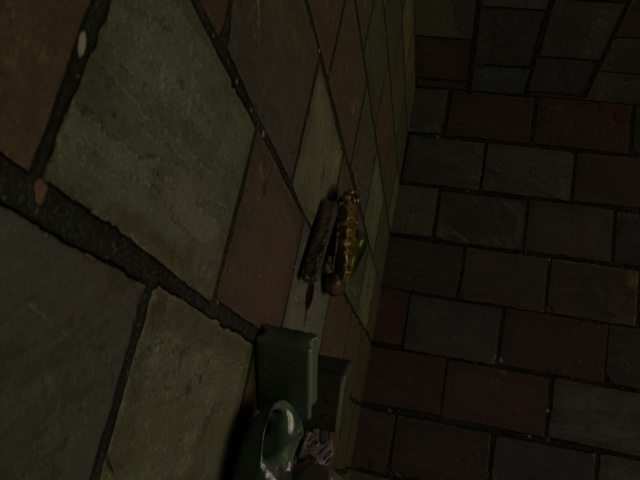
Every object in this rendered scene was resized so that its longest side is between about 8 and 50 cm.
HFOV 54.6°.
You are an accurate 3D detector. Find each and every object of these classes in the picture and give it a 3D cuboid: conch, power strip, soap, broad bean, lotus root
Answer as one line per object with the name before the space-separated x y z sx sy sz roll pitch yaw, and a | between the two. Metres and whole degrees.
conch | -0.104 0.419 1.205 0.185 0.121 0.221 93 7 -46
power strip | 0.001 0.434 1.677 0.139 0.140 0.224 -33 131 -75
soap | -0.069 0.275 1.282 0.066 0.119 0.198 -60 155 -56
broad bean | 0.098 0.041 2.043 0.124 0.082 0.174 75 36 -62
lotus root | 0.044 0.132 1.859 0.150 0.062 0.073 48 52 -73

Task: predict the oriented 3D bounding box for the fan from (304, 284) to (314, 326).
fan | -0.031 0.167 1.664 0.085 0.005 0.133 65 34 -70

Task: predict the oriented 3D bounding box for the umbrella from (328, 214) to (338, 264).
umbrella | 0.038 -0.010 1.827 0.027 0.025 0.165 4 91 -63

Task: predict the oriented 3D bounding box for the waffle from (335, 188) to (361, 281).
waffle | 0.074 -0.017 1.787 0.280 0.060 0.262 -29 125 -83

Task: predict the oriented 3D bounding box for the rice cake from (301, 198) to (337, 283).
rice cake | -0.001 0.000 1.591 0.055 0.049 0.270 106 0 -51

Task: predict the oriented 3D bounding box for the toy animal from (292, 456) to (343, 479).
toy animal | -0.029 0.542 1.320 0.282 0.141 0.138 148 -61 -66

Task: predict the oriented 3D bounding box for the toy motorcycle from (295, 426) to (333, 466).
toy motorcycle | -0.018 0.599 1.752 0.254 0.112 0.112 -71 165 -64
